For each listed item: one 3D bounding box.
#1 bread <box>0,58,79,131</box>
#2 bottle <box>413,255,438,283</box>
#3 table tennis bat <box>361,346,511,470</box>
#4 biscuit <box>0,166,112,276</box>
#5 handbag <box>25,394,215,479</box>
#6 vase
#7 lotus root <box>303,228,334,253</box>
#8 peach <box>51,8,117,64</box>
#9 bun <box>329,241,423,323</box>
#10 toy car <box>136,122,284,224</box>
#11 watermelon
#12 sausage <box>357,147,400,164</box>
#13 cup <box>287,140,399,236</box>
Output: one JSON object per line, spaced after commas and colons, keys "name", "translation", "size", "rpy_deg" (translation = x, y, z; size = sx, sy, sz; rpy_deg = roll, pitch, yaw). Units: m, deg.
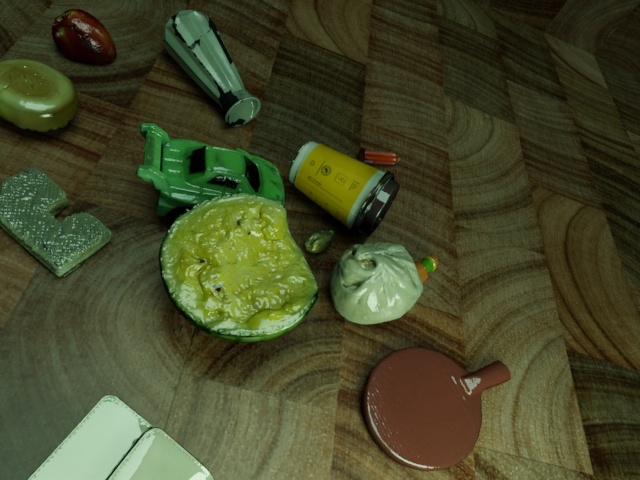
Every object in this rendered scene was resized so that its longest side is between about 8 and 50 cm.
{"name": "bread", "translation": [-0.685, -0.341, 1.205], "size": [0.213, 0.105, 0.214], "rpy_deg": [12, 48, -14]}
{"name": "bottle", "translation": [0.247, 0.090, 1.338], "size": [0.187, 0.069, 0.069], "rpy_deg": [-27, 70, -39]}
{"name": "table tennis bat", "translation": [0.278, 0.358, 1.161], "size": [0.414, 0.051, 0.268], "rpy_deg": [-12, 62, -30]}
{"name": "biscuit", "translation": [-0.577, -0.046, 1.069], "size": [0.250, 0.046, 0.147], "rpy_deg": [39, 49, 7]}
{"name": "handbag", "translation": [-0.348, 0.442, 0.733], "size": [0.236, 0.160, 0.359], "rpy_deg": [40, 48, -3]}
{"name": "vase", "translation": [-0.314, -0.502, 1.475], "size": [0.165, 0.165, 0.360], "rpy_deg": [-24, 71, -36]}
{"name": "lotus root", "translation": [0.000, 0.000, 1.300], "size": [0.099, 0.049, 0.054], "rpy_deg": [-29, 63, -37]}
{"name": "peach", "translation": [-0.646, -0.543, 1.387], "size": [0.172, 0.127, 0.093], "rpy_deg": [37, 34, -29]}
{"name": "bun", "translation": [0.124, 0.084, 1.202], "size": [0.230, 0.133, 0.231], "rpy_deg": [-5, 53, 7]}
{"name": "toy car", "translation": [-0.253, -0.141, 1.207], "size": [0.358, 0.176, 0.214], "rpy_deg": [7, 54, -21]}
{"name": "watermelon", "translation": [-0.168, 0.082, 1.074], "size": [0.330, 0.189, 0.331], "rpy_deg": [3, 54, -4]}
{"name": "sausage", "translation": [0.189, -0.262, 1.589], "size": [0.145, 0.050, 0.048], "rpy_deg": [0, 14, -25]}
{"name": "cup", "translation": [0.061, -0.144, 1.359], "size": [0.279, 0.196, 0.196], "rpy_deg": [32, 48, 13]}
